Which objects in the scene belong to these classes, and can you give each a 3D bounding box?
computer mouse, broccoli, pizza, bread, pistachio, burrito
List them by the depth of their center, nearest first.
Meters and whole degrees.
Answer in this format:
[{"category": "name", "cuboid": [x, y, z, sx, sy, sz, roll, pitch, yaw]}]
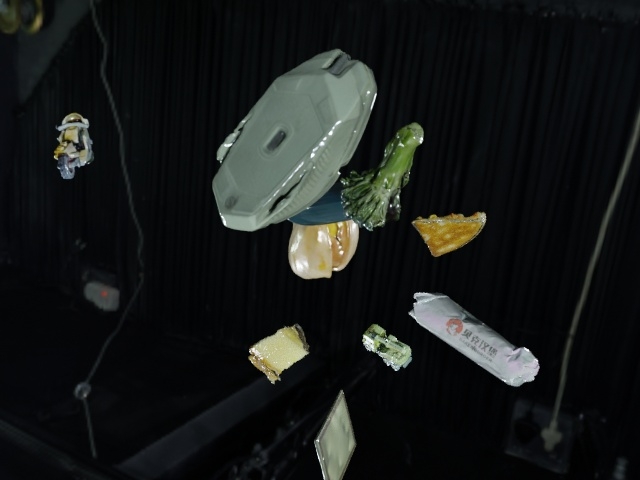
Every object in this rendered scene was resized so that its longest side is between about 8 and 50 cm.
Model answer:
[{"category": "burrito", "cuboid": [0.221, 0.139, 1.014, 0.203, 0.064, 0.064, 33, -152, 30]}, {"category": "computer mouse", "cuboid": [-0.049, -0.190, 1.438, 0.228, 0.429, 0.145, 41, -175, 35]}, {"category": "broccoli", "cuboid": [0.154, -0.160, 1.639, 0.145, 0.304, 0.165, -2, -123, -28]}, {"category": "pizza", "cuboid": [0.282, -0.022, 1.666, 0.176, 0.184, 0.036, 11, -126, -18]}, {"category": "bread", "cuboid": [-0.122, 0.289, 1.936, 0.147, 0.127, 0.152, -36, -158, 9]}, {"category": "pistachio", "cuboid": [0.000, 0.000, 2.211, 0.230, 0.309, 0.230, 5, -130, -6]}]

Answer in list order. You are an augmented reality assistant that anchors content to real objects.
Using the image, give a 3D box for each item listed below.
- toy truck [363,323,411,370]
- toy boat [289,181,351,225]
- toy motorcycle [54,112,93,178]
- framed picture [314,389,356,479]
[{"category": "toy truck", "cuboid": [0.213, 0.334, 2.237, 0.169, 0.100, 0.077, 34, -113, 31]}, {"category": "toy boat", "cuboid": [0.029, -0.105, 2.017, 0.296, 0.114, 0.122, -11, -179, -17]}, {"category": "toy motorcycle", "cuboid": [-0.659, -0.256, 1.852, 0.094, 0.129, 0.229, -2, -152, 0]}, {"category": "framed picture", "cuboid": [0.040, 0.503, 1.743, 0.010, 0.173, 0.231, -8, -165, 21]}]
